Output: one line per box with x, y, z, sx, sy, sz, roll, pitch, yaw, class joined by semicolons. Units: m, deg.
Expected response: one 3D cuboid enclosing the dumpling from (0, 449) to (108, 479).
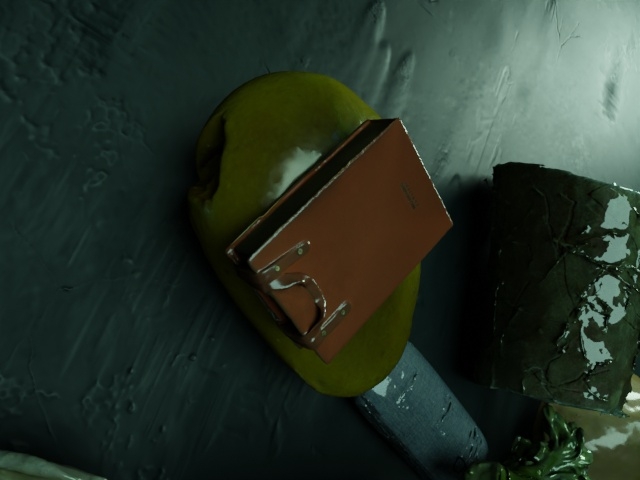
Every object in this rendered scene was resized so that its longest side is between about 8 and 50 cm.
-0.266;0.297;0.445;0.227;0.175;0.243;6;68;-4;dumpling

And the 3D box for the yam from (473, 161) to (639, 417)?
0.339;0.066;0.800;0.241;0.241;0.348;13;83;-32;yam

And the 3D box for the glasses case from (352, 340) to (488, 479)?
0.138;0.242;0.751;0.109;0.067;0.282;-49;116;-26;glasses case

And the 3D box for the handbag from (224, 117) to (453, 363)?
0.023;-0.002;0.490;0.190;0.063;0.127;-44;120;-20;handbag

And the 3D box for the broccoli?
0.298;0.318;0.746;0.198;0.177;0.275;-43;130;-14;broccoli

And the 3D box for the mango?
0.000;0.000;0.605;0.253;0.182;0.365;-24;100;-31;mango

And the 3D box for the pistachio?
0.468;0.306;0.918;0.260;0.163;0.213;19;56;-18;pistachio
